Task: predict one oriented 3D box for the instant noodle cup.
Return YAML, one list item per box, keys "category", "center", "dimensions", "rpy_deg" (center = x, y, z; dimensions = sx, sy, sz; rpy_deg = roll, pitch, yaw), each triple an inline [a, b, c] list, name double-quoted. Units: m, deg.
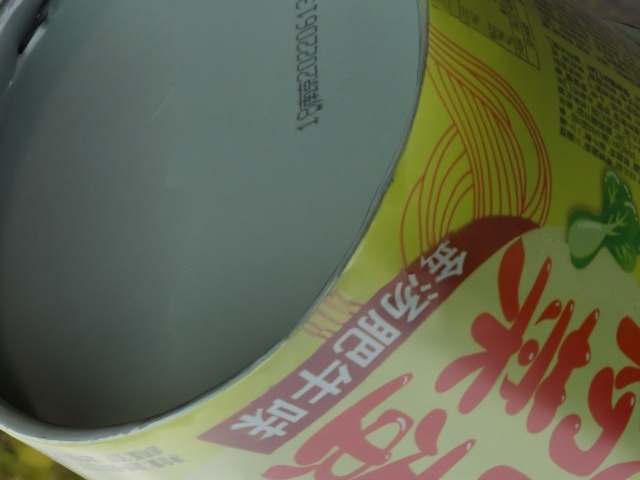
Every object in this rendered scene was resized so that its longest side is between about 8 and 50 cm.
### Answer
- category: "instant noodle cup"
  center: [0.000, 0.000, 0.632]
  dimensions: [0.311, 0.311, 0.221]
  rpy_deg: [13, 167, 42]
